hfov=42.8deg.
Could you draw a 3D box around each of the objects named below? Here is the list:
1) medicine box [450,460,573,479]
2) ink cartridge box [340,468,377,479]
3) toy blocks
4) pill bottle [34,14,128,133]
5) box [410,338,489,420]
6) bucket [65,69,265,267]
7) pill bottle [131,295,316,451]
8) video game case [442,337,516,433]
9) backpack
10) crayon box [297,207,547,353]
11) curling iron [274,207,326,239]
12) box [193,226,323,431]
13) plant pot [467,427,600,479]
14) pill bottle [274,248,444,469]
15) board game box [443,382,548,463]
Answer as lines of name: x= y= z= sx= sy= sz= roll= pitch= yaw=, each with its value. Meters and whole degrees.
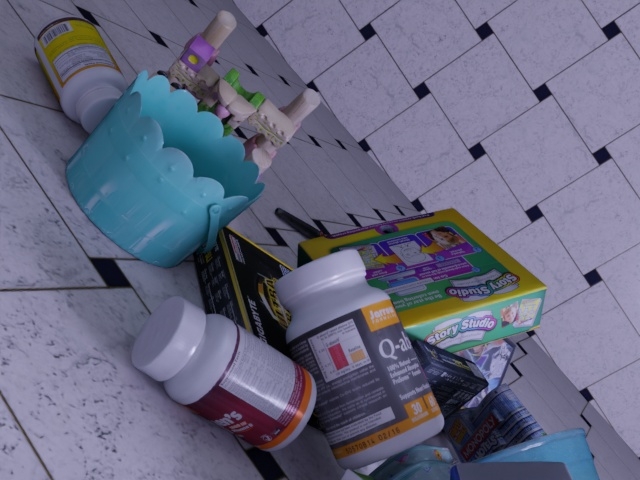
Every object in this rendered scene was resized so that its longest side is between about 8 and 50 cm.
medicine box: x=0.235 y=0.449 z=0.934 sx=0.149 sy=0.289 sz=0.263 roll=0 pitch=19 yaw=0
ink cartridge box: x=0.085 y=0.373 z=0.956 sx=0.209 sy=0.109 sz=0.062 roll=28 pitch=-5 yaw=47
toy blocks: x=-0.217 y=-0.221 z=1.576 sx=0.289 sy=0.260 sz=0.309 roll=42 pitch=47 yaw=-13
pill bottle: x=-0.402 y=-0.279 z=1.393 sx=0.117 sy=0.117 sz=0.215 roll=24 pitch=28 yaw=-55
box: x=0.167 y=0.268 z=1.426 sx=0.233 sy=0.183 sz=0.059 roll=26 pitch=25 yaw=-50
bucket: x=-0.241 y=-0.104 z=1.269 sx=0.281 sy=0.183 sz=0.281 roll=43 pitch=17 yaw=-16
pill bottle: x=-0.120 y=0.168 z=1.031 sx=0.221 sy=0.121 sz=0.121 roll=37 pitch=18 yaw=-28
video game case: x=0.273 y=0.258 z=1.681 sx=0.275 sy=0.248 sz=0.035 roll=38 pitch=-23 yaw=-28
backpack: x=0.136 y=0.369 z=1.127 sx=0.144 sy=0.166 sz=0.188 roll=56 pitch=15 yaw=28
crayon box: x=0.182 y=0.084 z=1.543 sx=0.363 sy=0.106 sz=0.313 roll=-13 pitch=36 yaw=-22
curling iron: x=0.000 y=0.000 z=1.917 sx=0.274 sy=0.035 sz=0.068 roll=39 pitch=17 yaw=-27
box: x=-0.069 y=0.140 z=1.319 sx=0.257 sy=0.079 sz=0.322 roll=38 pitch=18 yaw=-36
plant pot: x=0.344 y=0.467 z=1.298 sx=0.272 sy=0.272 sz=0.255 roll=22 pitch=43 yaw=-56
pill bottle: x=0.047 y=0.163 z=1.144 sx=0.278 sy=0.162 sz=0.162 roll=67 pitch=19 yaw=10
board game box: x=0.320 y=0.375 z=1.561 sx=0.060 sy=0.194 sz=0.194 roll=-7 pitch=46 yaw=-38
